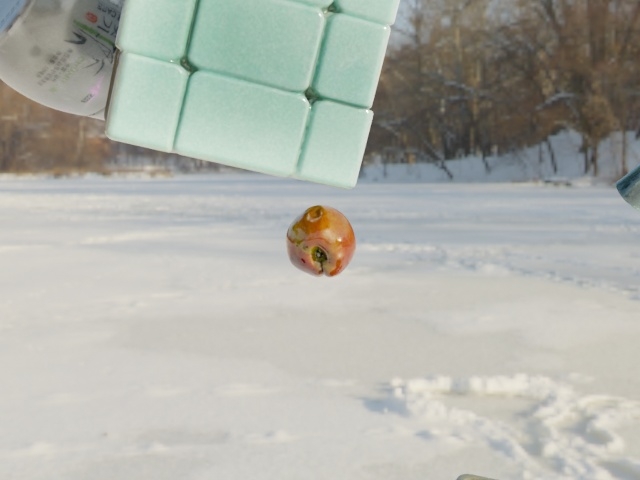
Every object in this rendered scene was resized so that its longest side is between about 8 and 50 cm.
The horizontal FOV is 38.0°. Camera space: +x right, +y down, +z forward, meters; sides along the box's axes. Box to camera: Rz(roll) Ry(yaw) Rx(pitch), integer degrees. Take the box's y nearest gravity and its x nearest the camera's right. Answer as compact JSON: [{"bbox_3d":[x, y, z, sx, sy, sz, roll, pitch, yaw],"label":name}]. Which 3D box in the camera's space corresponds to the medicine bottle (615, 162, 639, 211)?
[{"bbox_3d":[0.353,-0.108,0.830,0.090,0.208,0.054,13,41,-35],"label":"medicine bottle"}]

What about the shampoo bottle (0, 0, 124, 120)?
[{"bbox_3d":[-0.391,-0.342,1.518,0.266,0.273,0.273,26,-13,-38],"label":"shampoo bottle"}]

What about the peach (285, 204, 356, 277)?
[{"bbox_3d":[0.001,-0.001,1.251,0.101,0.101,0.101,-1,5,0],"label":"peach"}]

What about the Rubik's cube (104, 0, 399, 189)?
[{"bbox_3d":[-0.101,-0.266,1.222,0.322,0.316,0.319,10,10,-15],"label":"Rubik's cube"}]

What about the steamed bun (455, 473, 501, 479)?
[{"bbox_3d":[0.215,0.481,1.292,0.367,0.255,0.342,0,45,2],"label":"steamed bun"}]
